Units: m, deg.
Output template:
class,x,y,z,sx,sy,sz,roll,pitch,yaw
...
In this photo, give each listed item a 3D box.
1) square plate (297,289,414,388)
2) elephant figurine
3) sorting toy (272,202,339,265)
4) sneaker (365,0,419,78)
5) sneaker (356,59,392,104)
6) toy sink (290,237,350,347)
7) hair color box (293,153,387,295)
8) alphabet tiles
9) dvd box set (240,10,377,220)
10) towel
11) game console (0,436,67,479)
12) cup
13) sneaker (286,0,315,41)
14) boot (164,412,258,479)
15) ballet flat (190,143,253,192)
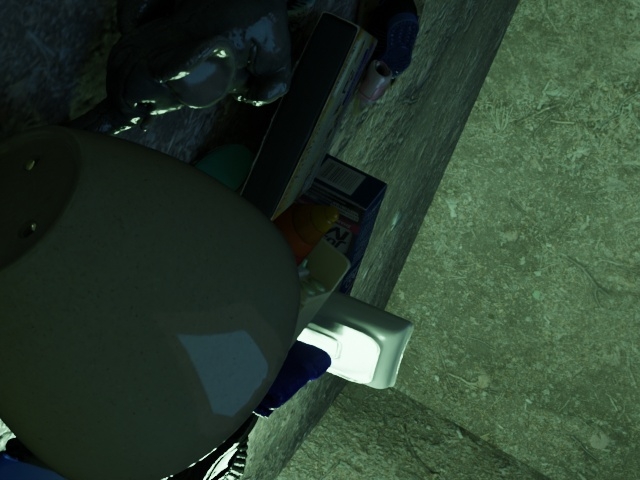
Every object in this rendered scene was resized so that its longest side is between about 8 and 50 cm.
class,x,y,z,sx,sy,sz,roll,pitch,yaw
square plate,0.005,0.194,1.815,0.344,0.347,0.049,96,18,-60
elephant figurine,-0.147,-0.191,0.904,0.239,0.169,0.186,-25,115,-44
sorting toy,-0.084,-0.005,1.357,0.126,0.127,0.365,-22,179,33
sneaker,0.130,-0.380,1.611,0.232,0.081,0.091,120,-35,-68
sneaker,0.105,-0.297,1.589,0.070,0.051,0.134,-58,-177,26
toy sink,-0.082,0.089,1.552,0.234,0.152,0.131,-53,167,14
hair color box,0.000,0.000,1.779,0.105,0.173,0.347,-49,162,-44
alphabet tiles,0.135,-0.418,1.711,0.285,0.011,0.343,-45,155,-40
dvd box set,-0.009,-0.201,1.396,0.420,0.062,0.308,-56,172,-77
towel,-0.125,0.236,1.666,0.076,0.227,0.308,-70,165,11
game console,-0.364,0.261,1.145,0.293,0.173,0.250,58,30,-62
cup,-0.216,0.031,0.814,0.331,0.331,0.237,-57,140,-18
sneaker,-0.039,-0.319,1.264,0.098,0.038,0.069,-44,158,-51
boot,-0.211,0.433,1.962,0.348,0.131,0.260,-53,162,11
ballet flat,-0.179,-0.050,1.236,0.221,0.077,0.079,-53,-178,-27
